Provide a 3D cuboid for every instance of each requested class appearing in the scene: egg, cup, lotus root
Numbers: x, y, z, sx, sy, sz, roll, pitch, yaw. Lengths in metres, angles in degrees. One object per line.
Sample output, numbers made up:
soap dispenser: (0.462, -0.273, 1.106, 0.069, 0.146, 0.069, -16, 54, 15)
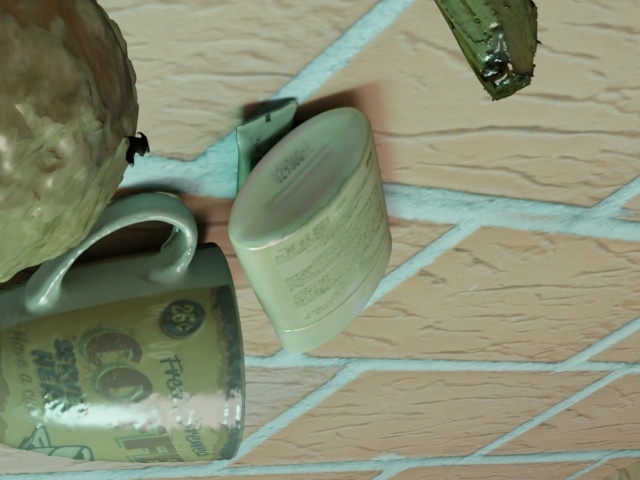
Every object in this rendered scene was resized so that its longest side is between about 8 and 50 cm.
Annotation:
egg: (-0.254, -0.090, 1.013, 0.279, 0.279, 0.310, -24, 165, 16)
cup: (-0.214, 0.090, 1.531, 0.257, 0.227, 0.301, -4, 125, -17)
lotus root: (0.132, -0.184, 1.221, 0.070, 0.144, 0.143, -29, 164, 8)

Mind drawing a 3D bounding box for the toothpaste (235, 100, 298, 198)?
toothpaste: (-0.058, -0.062, 1.479, 0.064, 0.041, 0.218, -25, 157, -18)

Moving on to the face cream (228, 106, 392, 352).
face cream: (0.000, 0.000, 1.547, 0.173, 0.081, 0.348, -47, 162, -10)
